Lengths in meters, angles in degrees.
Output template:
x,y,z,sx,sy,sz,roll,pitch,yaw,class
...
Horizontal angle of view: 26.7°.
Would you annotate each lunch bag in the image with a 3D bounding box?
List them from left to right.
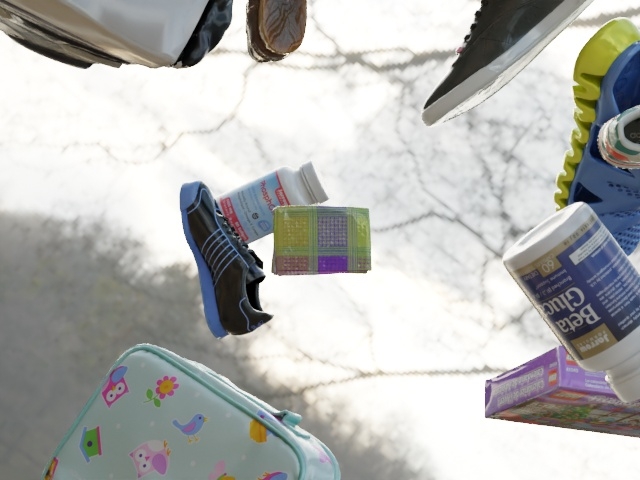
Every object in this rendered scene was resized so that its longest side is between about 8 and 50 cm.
x,y,z,sx,sy,sz,roll,pitch,yaw,class
-0.123,0.240,1.331,0.279,0.224,0.108,29,-7,31,lunch bag

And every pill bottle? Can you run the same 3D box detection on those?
x,y,z,sx,sy,sz,roll,pitch,yaw,class
-0.071,-0.058,2.012,0.087,0.160,0.087,63,8,-15,pill bottle
0.248,0.058,1.208,0.169,0.094,0.094,53,-17,-3,pill bottle

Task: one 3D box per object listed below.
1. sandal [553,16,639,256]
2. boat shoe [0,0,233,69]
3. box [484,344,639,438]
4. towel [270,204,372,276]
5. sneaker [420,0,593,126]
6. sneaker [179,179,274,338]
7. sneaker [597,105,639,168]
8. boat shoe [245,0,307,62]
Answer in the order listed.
x,y,z,sx,sy,sz,roll,pitch,yaw,class
0.354,-0.090,1.540,0.138,0.126,0.317,36,-32,36,sandal
-0.227,-0.204,0.831,0.341,0.127,0.158,33,-18,-32,boat shoe
0.386,0.203,1.742,0.293,0.057,0.201,9,-22,-18,box
0.000,0.000,1.115,0.083,0.060,0.009,-2,-13,0,towel
0.194,-0.266,1.521,0.147,0.296,0.104,47,7,6,sneaker
-0.130,0.019,1.899,0.081,0.091,0.232,3,72,-73,sneaker
0.313,-0.091,1.113,0.161,0.057,0.075,-6,-5,6,sneaker
-0.045,-0.291,1.442,0.073,0.206,0.073,15,-10,-21,boat shoe
